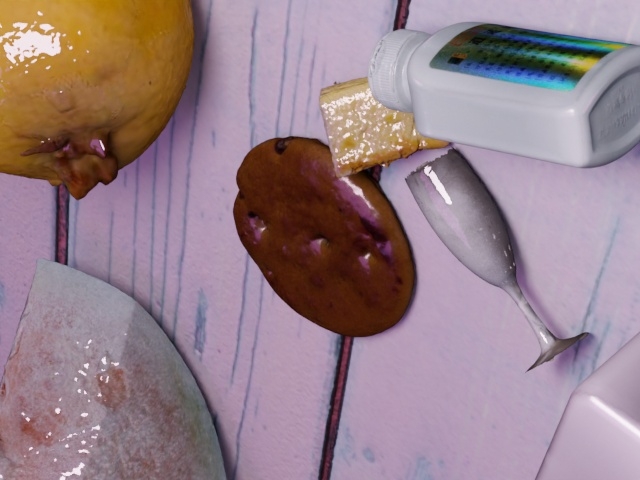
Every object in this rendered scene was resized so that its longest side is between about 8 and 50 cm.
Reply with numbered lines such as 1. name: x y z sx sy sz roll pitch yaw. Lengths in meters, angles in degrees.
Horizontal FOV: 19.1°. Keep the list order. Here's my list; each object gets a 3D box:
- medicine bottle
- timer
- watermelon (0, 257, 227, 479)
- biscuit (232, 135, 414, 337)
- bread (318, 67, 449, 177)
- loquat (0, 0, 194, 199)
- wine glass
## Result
1. medicine bottle: 0.140 -0.119 1.471 0.228 0.121 0.083 15 128 40
2. timer: 0.297 0.179 1.467 0.194 0.195 0.192 37 138 21
3. watermelon: -0.263 0.217 2.033 0.228 0.258 0.387 -21 97 49
4. biscuit: 0.000 0.000 1.776 0.212 0.036 0.212 27 134 31
5. bread: 0.054 -0.109 1.647 0.109 0.080 0.084 -16 101 8
6. loquat: -0.244 -0.171 1.727 0.274 0.275 0.275 27 134 31
7. wine glass: 0.147 0.013 1.613 0.198 0.066 0.066 57 142 1
